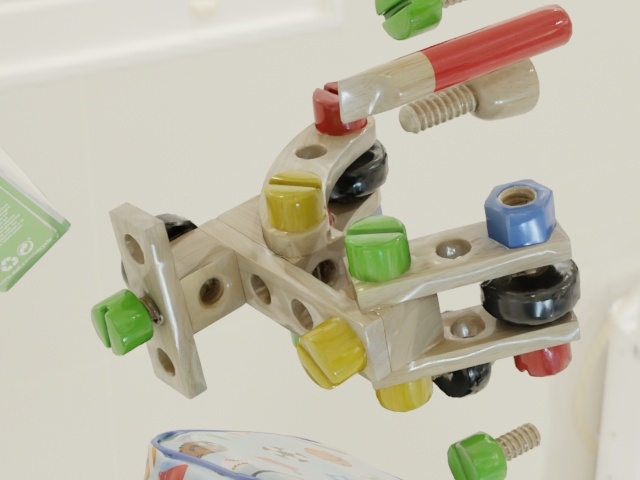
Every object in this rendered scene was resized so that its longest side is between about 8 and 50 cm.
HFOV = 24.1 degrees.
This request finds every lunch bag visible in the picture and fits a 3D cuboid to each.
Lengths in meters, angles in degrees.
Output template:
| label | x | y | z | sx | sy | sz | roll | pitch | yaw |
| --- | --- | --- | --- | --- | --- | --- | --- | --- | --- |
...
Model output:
| label | x | y | z | sx | sy | sz | roll | pitch | yaw |
| --- | --- | --- | --- | --- | --- | --- | --- | --- | --- |
| lunch bag | 0.025 | 0.226 | 1.073 | 0.243 | 0.115 | 0.303 | 13 | 4 | -43 |

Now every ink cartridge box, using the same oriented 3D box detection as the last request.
| label | x | y | z | sx | sy | sz | roll | pitch | yaw |
| --- | --- | --- | --- | --- | --- | --- | --- | --- | --- |
| ink cartridge box | -0.226 | -0.085 | 0.687 | 0.056 | 0.235 | 0.171 | -44 | 61 | -2 |

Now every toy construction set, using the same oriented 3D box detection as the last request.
| label | x | y | z | sx | sy | sz | roll | pitch | yaw |
| --- | --- | --- | --- | --- | --- | --- | --- | --- | --- |
| toy construction set | 0.000 | 0.000 | 0.860 | 0.237 | 0.308 | 0.257 | -22 | 59 | -25 |
